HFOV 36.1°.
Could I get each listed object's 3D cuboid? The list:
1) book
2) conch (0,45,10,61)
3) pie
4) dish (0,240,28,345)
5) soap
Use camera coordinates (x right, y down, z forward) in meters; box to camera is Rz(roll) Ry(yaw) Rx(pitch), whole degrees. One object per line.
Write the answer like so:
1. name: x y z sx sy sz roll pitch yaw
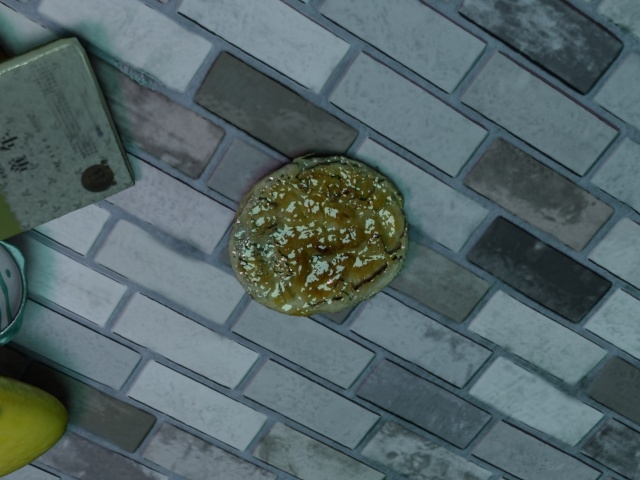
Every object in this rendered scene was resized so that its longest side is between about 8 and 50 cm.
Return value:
1. book: -0.443 -0.104 1.309 0.352 0.035 0.239 -24 129 -10
2. conch: -0.446 -0.227 1.291 0.086 0.080 0.233 -34 115 25
3. pie: 0.000 0.000 1.438 0.274 0.055 0.274 -3 117 -5
4. dish: -0.538 0.060 1.437 0.246 0.078 0.224 -28 114 4
5. soap: -0.585 0.281 1.468 0.306 0.115 0.427 -37 146 18
